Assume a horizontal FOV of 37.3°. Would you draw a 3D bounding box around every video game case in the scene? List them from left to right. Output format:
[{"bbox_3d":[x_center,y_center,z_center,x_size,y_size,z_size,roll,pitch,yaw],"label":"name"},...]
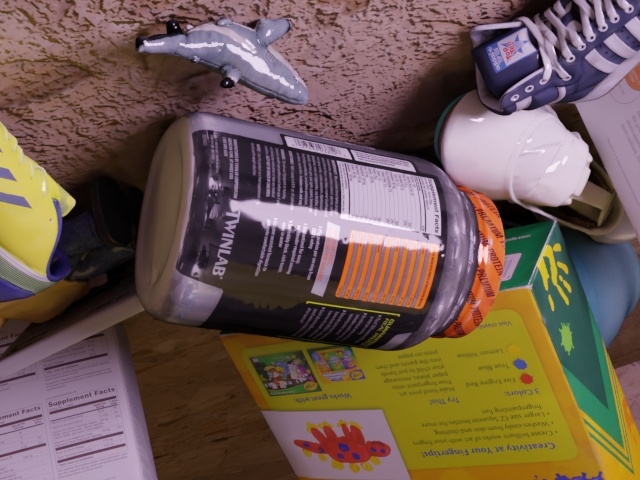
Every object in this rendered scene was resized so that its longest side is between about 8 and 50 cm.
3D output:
[{"bbox_3d":[-0.263,0.074,1.106,0.201,0.023,0.183,-26,-164,16],"label":"video game case"}]

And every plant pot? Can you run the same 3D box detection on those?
[{"bbox_3d":[0.333,0.074,1.404,0.255,0.271,0.272,-17,163,-43],"label":"plant pot"}]

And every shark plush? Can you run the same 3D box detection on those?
[{"bbox_3d":[-0.077,-0.157,0.803,0.073,0.067,0.161,-31,153,30],"label":"shark plush"}]

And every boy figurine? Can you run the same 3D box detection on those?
[{"bbox_3d":[-0.312,0.035,1.045,0.285,0.092,0.177,-26,160,22],"label":"boy figurine"}]

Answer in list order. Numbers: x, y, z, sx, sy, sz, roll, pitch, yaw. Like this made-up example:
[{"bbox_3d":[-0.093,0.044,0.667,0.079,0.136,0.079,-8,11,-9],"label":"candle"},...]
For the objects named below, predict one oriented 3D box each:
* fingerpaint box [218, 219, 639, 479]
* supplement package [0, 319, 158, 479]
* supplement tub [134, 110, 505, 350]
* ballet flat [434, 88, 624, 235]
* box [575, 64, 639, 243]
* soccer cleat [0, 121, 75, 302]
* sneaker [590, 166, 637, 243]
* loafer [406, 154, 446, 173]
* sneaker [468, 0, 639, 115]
[{"bbox_3d":[0.150,0.201,1.254,0.445,0.371,0.163,-13,-156,33],"label":"fingerpaint box"},{"bbox_3d":[-0.342,0.238,1.258,0.198,0.262,0.199,-14,157,-8],"label":"supplement package"},{"bbox_3d":[0.000,0.000,0.955,0.338,0.207,0.207,10,147,-23],"label":"supplement tub"},{"bbox_3d":[0.273,-0.082,1.117,0.139,0.139,0.400,-28,157,24],"label":"ballet flat"},{"bbox_3d":[0.466,-0.165,0.982,0.168,0.214,0.345,-1,153,-34],"label":"box"},{"bbox_3d":[-0.282,-0.051,0.835,0.121,0.093,0.289,-13,144,-16],"label":"soccer cleat"},{"bbox_3d":[0.461,-0.096,1.222,0.305,0.114,0.152,-41,177,28],"label":"sneaker"},{"bbox_3d":[0.034,-0.038,1.112,0.303,0.109,0.095,-15,153,3],"label":"loafer"},{"bbox_3d":[0.238,-0.206,0.877,0.153,0.099,0.282,-12,160,-17],"label":"sneaker"}]
